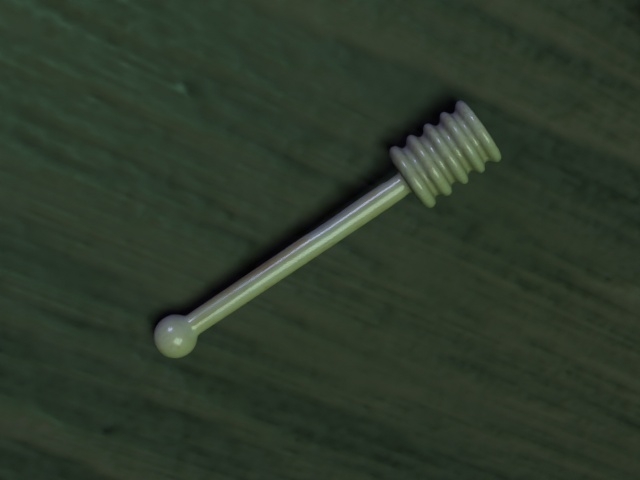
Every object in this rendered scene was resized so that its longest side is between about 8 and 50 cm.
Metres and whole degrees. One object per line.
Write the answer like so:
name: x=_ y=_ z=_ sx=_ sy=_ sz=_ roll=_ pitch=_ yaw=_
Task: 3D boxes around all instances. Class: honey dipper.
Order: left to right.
honey dipper: x=0.000 y=0.000 z=0.541 sx=0.161 sy=0.030 sz=0.030 roll=-35 pitch=121 yaw=5
